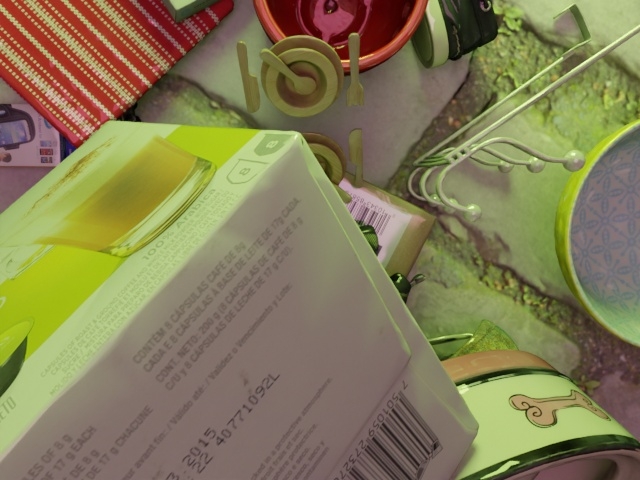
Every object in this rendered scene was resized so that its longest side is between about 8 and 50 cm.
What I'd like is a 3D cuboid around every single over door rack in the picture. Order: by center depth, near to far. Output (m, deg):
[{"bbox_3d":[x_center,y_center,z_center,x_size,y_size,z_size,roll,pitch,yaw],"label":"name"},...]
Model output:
[{"bbox_3d":[0.250,-0.150,0.681,0.108,0.239,0.324,43,95,-5],"label":"over door rack"}]

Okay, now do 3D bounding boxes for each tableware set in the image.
[{"bbox_3d":[-0.015,-0.121,0.641,0.128,0.039,0.194,-4,128,2],"label":"tableware set"}]

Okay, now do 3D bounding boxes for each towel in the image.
[{"bbox_3d":[-0.265,-0.271,0.722,0.199,0.031,0.275,44,81,-7],"label":"towel"}]

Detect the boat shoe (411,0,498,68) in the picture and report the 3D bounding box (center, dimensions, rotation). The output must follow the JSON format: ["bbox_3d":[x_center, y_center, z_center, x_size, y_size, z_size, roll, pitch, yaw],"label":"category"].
[{"bbox_3d":[0.145,-0.389,0.704,0.113,0.127,0.340,-15,98,-3],"label":"boat shoe"}]

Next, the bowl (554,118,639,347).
[{"bbox_3d":[0.419,-0.016,0.747,0.289,0.156,0.289,0,97,-2],"label":"bowl"}]

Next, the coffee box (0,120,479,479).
[{"bbox_3d":[-0.136,0.138,0.498,0.337,0.334,0.338,-49,127,-20],"label":"coffee box"}]

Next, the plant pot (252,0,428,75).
[{"bbox_3d":[0.018,-0.282,0.688,0.191,0.174,0.191,0,97,-2],"label":"plant pot"}]

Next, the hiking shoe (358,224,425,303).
[{"bbox_3d":[0.010,0.020,0.696,0.227,0.086,0.114,35,82,-12],"label":"hiking shoe"}]

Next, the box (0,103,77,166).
[{"bbox_3d":[-0.386,-0.136,0.766,0.136,0.028,0.081,0,97,0],"label":"box"}]

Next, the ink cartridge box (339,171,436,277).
[{"bbox_3d":[0.000,0.000,0.769,0.235,0.088,0.193,25,95,-6],"label":"ink cartridge box"}]

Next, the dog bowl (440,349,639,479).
[{"bbox_3d":[0.158,0.290,0.694,0.408,0.150,0.408,-13,136,-13],"label":"dog bowl"}]

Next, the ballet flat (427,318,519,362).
[{"bbox_3d":[0.103,0.210,0.797,0.348,0.123,0.123,-26,98,2],"label":"ballet flat"}]

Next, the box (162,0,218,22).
[{"bbox_3d":[-0.165,-0.380,0.712,0.145,0.038,0.186,-34,93,-16],"label":"box"}]

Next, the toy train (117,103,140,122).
[{"bbox_3d":[-0.263,-0.213,0.760,0.036,0.027,0.158,-9,97,2],"label":"toy train"}]
